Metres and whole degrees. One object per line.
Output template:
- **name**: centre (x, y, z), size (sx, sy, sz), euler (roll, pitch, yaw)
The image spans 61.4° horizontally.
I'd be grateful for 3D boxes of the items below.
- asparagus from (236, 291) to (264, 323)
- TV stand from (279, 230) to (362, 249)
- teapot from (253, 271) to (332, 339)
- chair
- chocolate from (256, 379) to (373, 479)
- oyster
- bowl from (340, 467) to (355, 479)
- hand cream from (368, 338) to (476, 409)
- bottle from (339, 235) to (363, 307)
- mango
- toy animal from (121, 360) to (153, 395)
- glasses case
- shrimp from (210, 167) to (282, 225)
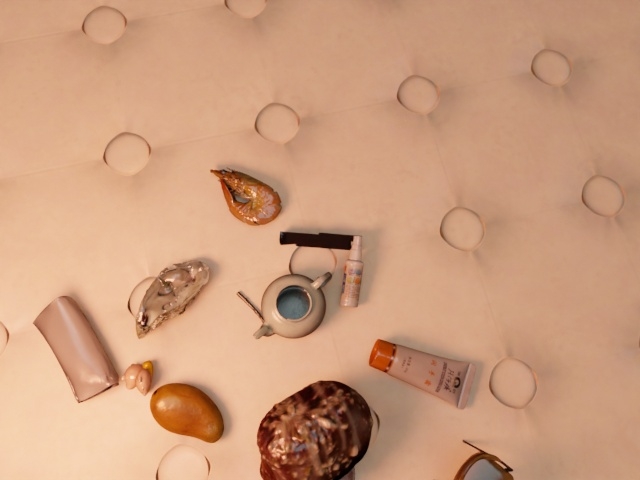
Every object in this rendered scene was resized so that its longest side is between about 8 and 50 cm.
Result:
- **asparagus**: centre (-0.199, 0.217, 1.639), size (0.163, 0.016, 0.016), euler (47, 51, 9)
- **TV stand**: centre (0.000, 0.000, 1.689), size (0.257, 0.049, 0.040), euler (5, 77, -2)
- **teapot**: centre (-0.079, 0.192, 1.592), size (0.294, 0.129, 0.193), euler (-40, 81, -12)
- **chair**: centre (0.418, 0.644, 1.436), size (0.172, 0.247, 0.158), euler (41, 78, 7)
- **chocolate**: centre (-0.022, 0.504, 1.428), size (0.340, 0.210, 0.225), euler (-29, 43, -17)
- **oyster**: centre (-0.437, 0.171, 1.601), size (0.200, 0.087, 0.251), euler (4, 67, 8)
- **bowl**: centre (0.008, 0.656, 1.495), size (0.189, 0.086, 0.188), euler (1, 75, -4)
- **hand cream**: centre (0.299, 0.389, 1.589), size (0.315, 0.089, 0.139), euler (18, 77, -6)
- **bottle**: centre (0.101, 0.094, 1.641), size (0.060, 0.060, 0.216), euler (9, 88, -1)
- **mango**: centre (-0.371, 0.485, 1.517), size (0.228, 0.099, 0.136), euler (31, 71, -3)
- **toy animal**: centre (-0.522, 0.398, 1.529), size (0.082, 0.114, 0.091), euler (7, 106, -13)
- **glasses case**: centre (-0.701, 0.316, 1.552), size (0.128, 0.083, 0.308), euler (-33, 79, -5)
- **shrimp**: centre (-0.248, -0.147, 1.713), size (0.267, 0.061, 0.145), euler (37, 86, 5)
